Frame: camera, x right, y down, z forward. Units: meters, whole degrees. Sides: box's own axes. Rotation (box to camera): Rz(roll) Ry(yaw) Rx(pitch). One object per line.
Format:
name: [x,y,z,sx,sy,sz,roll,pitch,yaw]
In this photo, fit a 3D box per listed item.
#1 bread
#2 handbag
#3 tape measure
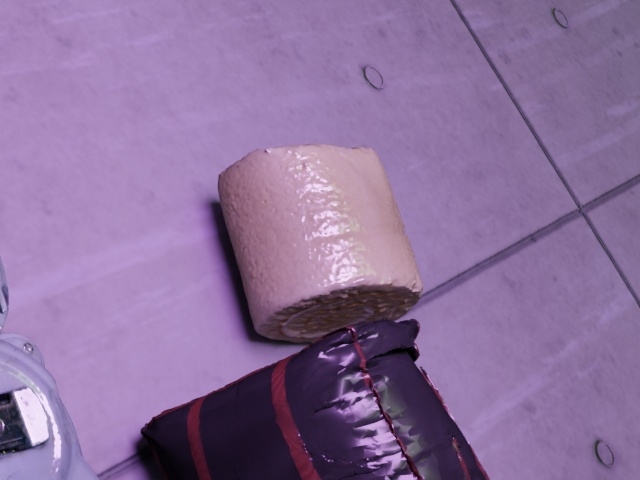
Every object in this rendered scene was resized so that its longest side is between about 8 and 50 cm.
bread: [0.000,0.000,1.144,0.148,0.134,0.141,15,52,-56]
handbag: [0.000,0.163,0.963,0.155,0.215,0.169,-3,68,-57]
tape measure: [-0.248,0.056,0.882,0.164,0.084,0.330,-14,75,-54]
